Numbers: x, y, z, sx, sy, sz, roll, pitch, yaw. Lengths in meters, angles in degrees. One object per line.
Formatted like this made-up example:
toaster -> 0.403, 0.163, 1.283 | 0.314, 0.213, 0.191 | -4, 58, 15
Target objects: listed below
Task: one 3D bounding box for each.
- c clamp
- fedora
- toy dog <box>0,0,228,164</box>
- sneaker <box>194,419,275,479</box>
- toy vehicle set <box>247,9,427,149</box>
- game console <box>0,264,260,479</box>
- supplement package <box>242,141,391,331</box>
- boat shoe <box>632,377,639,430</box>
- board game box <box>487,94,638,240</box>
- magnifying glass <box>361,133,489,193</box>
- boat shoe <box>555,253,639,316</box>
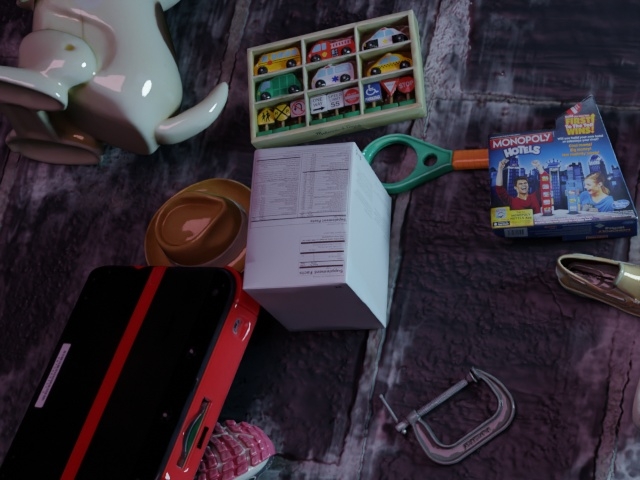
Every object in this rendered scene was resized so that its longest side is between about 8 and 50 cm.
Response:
c clamp -> 0.173, 0.224, 1.890 | 0.161, 0.022, 0.137 | -30, 62, 6
fedora -> -0.180, -0.019, 2.082 | 0.194, 0.079, 0.194 | -7, 67, 16
toy dog -> -0.319, -0.352, 2.159 | 0.395, 0.284, 0.408 | 5, 68, 21
sneaker -> -0.186, 0.353, 1.909 | 0.299, 0.112, 0.121 | -35, 39, 7
toy vehicle set -> 0.022, -0.238, 2.126 | 0.267, 0.035, 0.166 | -11, 66, 15
game console -> -0.267, 0.206, 1.967 | 0.342, 0.060, 0.386 | -2, 57, 42
supplement package -> 0.000, 0.000, 1.945 | 0.149, 0.194, 0.203 | -4, 67, 18
boat shoe -> 0.517, 0.111, 1.758 | 0.113, 0.127, 0.340 | 28, 70, 39
board game box -> 0.329, -0.099, 1.938 | 0.194, 0.060, 0.194 | -3, 65, 10
magnifying glass -> 0.167, -0.114, 2.028 | 0.231, 0.026, 0.092 | -1, 62, 16
boat shoe -> 0.398, 0.057, 1.851 | 0.190, 0.072, 0.068 | 10, 72, 22
